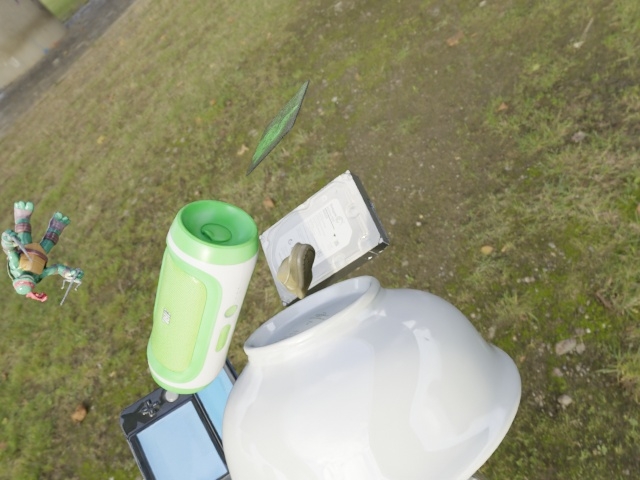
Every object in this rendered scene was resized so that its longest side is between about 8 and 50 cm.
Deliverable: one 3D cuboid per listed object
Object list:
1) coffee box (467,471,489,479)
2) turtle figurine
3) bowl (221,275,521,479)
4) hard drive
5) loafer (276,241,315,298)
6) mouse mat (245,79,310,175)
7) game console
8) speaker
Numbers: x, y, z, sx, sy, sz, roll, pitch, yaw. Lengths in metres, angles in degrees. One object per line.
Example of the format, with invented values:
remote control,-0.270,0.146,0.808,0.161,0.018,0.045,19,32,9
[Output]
coffee box,0.290,0.543,1.092,0.098,0.246,0.141,-59,17,-9
turtle figurine,-0.607,0.031,1.044,0.118,0.175,0.234,-27,52,13
bowl,0.020,0.124,0.472,0.297,0.134,0.298,-27,4,2
hard drive,0.000,0.000,1.327,0.338,0.064,0.237,-34,62,22
loafer,-0.039,0.046,0.729,0.050,0.148,0.056,18,61,6
mouse mat,-0.088,-0.224,0.986,0.189,0.007,0.153,-36,31,47
game console,-0.244,0.376,0.946,0.250,0.173,0.293,-30,64,-17
speaker,-0.179,0.091,0.726,0.131,0.131,0.297,-109,33,-50
